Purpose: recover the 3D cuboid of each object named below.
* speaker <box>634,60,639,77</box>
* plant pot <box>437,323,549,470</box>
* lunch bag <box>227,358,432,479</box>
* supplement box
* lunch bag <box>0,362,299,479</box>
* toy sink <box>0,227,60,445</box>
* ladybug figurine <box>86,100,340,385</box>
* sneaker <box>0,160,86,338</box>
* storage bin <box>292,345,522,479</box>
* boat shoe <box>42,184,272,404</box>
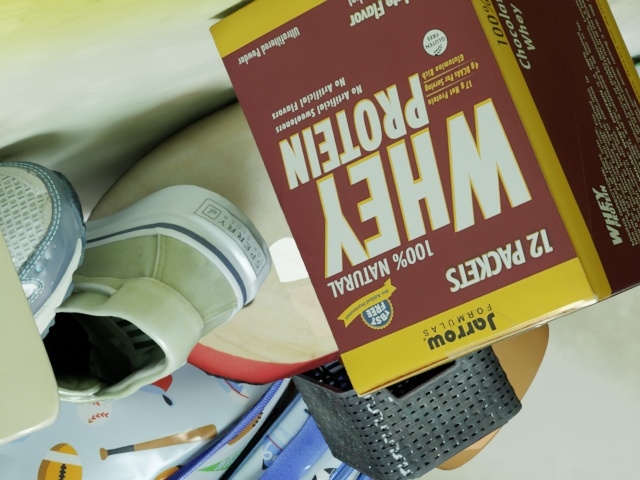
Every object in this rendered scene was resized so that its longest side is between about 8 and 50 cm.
[{"bbox_3d":[0.225,-0.077,1.442,0.296,0.131,0.131,-19,174,-26],"label":"speaker"},{"bbox_3d":[0.108,0.111,1.739,0.291,0.203,0.291,-54,-173,10],"label":"plant pot"},{"bbox_3d":[0.009,0.190,1.472,0.303,0.115,0.243,-53,171,1],"label":"lunch bag"},{"bbox_3d":[0.077,-0.047,0.805,0.129,0.191,0.194,-25,174,28],"label":"supplement box"},{"bbox_3d":[-0.166,0.147,1.481,0.385,0.239,0.328,-34,173,-1],"label":"lunch bag"},{"bbox_3d":[-0.242,0.045,0.691,0.234,0.153,0.131,-20,174,-12],"label":"toy sink"},{"bbox_3d":[0.000,0.000,1.125,0.305,0.162,0.449,-23,175,6],"label":"ladybug figurine"},{"bbox_3d":[-0.255,0.038,0.829,0.283,0.110,0.122,-27,162,-1],"label":"sneaker"},{"bbox_3d":[0.062,0.116,1.261,0.122,0.084,0.180,-30,-172,-13],"label":"storage bin"},{"bbox_3d":[-0.142,0.048,0.947,0.094,0.109,0.302,-48,-169,-34],"label":"boat shoe"}]
